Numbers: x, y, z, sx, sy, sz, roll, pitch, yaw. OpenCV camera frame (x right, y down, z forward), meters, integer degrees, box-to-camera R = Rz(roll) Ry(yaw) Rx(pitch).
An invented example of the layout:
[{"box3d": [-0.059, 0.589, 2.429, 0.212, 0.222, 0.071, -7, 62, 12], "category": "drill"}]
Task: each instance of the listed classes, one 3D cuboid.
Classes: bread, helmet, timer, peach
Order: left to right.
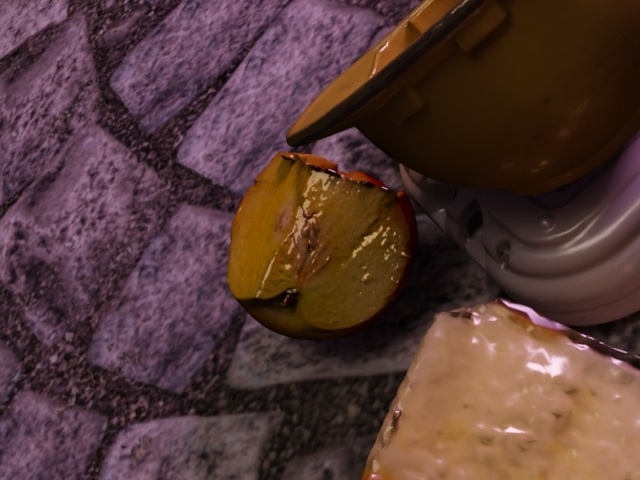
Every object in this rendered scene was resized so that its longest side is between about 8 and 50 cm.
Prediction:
[{"box3d": [-0.001, 0.005, 0.934, 0.151, 0.118, 0.151, -3, 77, 12], "category": "peach"}, {"box3d": [0.119, -0.100, 0.757, 0.257, 0.140, 0.205, -43, 8, 18], "category": "helmet"}, {"box3d": [0.176, -0.080, 0.867, 0.237, 0.087, 0.262, -44, 39, 3], "category": "timer"}, {"box3d": [0.128, 0.179, 0.612, 0.236, 0.198, 0.263, 8, 60, 39], "category": "bread"}]
